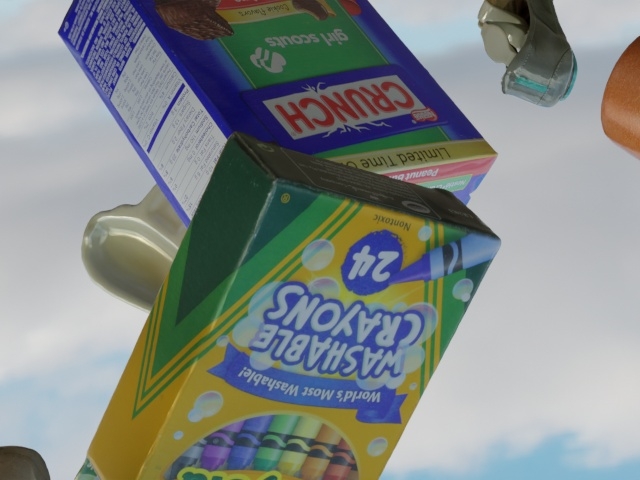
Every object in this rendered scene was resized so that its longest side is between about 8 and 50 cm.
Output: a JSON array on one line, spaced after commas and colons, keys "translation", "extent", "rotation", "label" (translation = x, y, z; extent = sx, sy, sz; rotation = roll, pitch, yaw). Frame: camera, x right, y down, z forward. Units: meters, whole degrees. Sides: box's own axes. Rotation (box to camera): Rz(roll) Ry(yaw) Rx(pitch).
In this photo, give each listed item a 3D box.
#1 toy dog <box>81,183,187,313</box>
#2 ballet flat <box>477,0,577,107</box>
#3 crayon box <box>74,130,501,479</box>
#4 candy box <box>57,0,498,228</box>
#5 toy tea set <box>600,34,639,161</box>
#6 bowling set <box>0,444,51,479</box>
[{"translation": [0.000, 0.000, 1.947], "extent": [0.395, 0.284, 0.408], "rotation": [29, -176, 18], "label": "toy dog"}, {"translation": [0.165, -0.181, 1.463], "extent": [0.068, 0.072, 0.213], "rotation": [13, -151, -11], "label": "ballet flat"}, {"translation": [-0.031, 0.100, 1.268], "extent": [0.203, 0.323, 0.083], "rotation": [14, -159, -34], "label": "crayon box"}, {"translation": [-0.042, -0.132, 1.583], "extent": [0.268, 0.122, 0.317], "rotation": [-10, -127, -40], "label": "candy box"}, {"translation": [0.300, -0.143, 1.042], "extent": [0.124, 0.336, 0.200], "rotation": [29, -173, 34], "label": "toy tea set"}, {"translation": [-0.230, 0.211, 1.016], "extent": [0.154, 0.287, 0.200], "rotation": [-19, -139, 8], "label": "bowling set"}]
